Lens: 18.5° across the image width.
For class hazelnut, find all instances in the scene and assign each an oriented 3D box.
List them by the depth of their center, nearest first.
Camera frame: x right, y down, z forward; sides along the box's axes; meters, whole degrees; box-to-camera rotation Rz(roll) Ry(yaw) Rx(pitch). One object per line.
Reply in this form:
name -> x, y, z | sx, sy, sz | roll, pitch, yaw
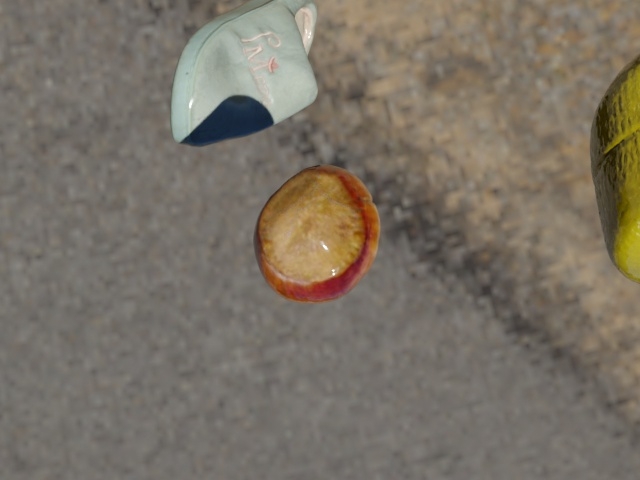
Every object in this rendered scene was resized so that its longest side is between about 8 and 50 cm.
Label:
hazelnut -> 0.000, 0.000, 1.192 | 0.086, 0.086, 0.086 | -10, 150, -6

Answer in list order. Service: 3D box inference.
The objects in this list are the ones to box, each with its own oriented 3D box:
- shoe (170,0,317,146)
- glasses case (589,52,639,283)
shoe -> -0.038, -0.127, 1.428 | 0.078, 0.195, 0.079 | 13, 122, 20
glasses case -> 0.344, -0.056, 1.139 | 0.371, 0.141, 0.173 | 2, 156, -14
